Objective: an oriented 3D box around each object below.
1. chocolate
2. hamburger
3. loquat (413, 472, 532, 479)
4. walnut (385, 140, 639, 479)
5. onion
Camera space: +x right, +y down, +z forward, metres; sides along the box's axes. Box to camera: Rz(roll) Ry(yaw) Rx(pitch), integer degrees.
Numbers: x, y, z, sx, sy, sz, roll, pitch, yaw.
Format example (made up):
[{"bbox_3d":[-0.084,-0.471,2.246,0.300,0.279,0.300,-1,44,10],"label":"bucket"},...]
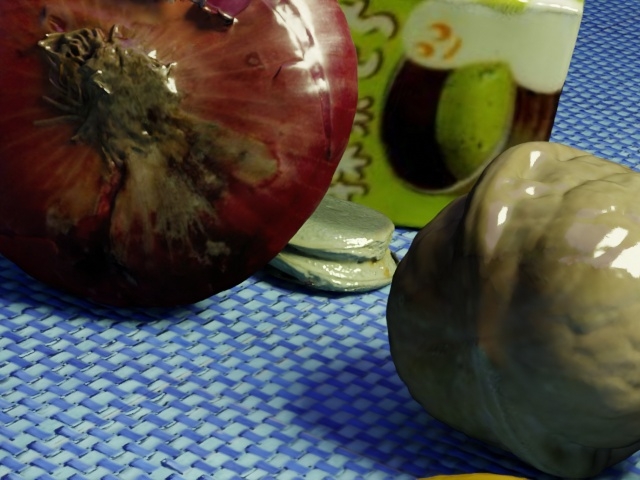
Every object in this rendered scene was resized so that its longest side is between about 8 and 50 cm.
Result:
[{"bbox_3d":[0.090,-0.153,1.758,0.288,0.301,0.137,7,33,-6],"label":"chocolate"},{"bbox_3d":[0.000,0.000,1.639,0.140,0.062,0.133,15,17,18],"label":"hamburger"},{"bbox_3d":[0.055,0.228,0.781,0.274,0.275,0.275,8,21,-3],"label":"loquat"},{"bbox_3d":[0.173,0.053,1.350,0.248,0.248,0.248,8,21,-3],"label":"walnut"},{"bbox_3d":[-0.136,-0.117,1.539,0.347,0.348,0.285,11,6,4],"label":"onion"}]
